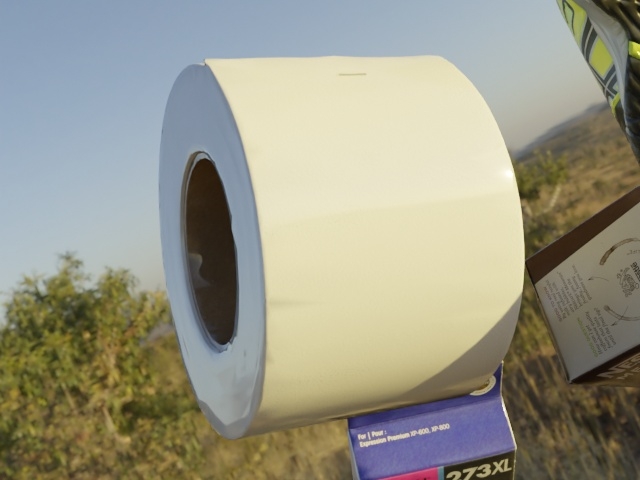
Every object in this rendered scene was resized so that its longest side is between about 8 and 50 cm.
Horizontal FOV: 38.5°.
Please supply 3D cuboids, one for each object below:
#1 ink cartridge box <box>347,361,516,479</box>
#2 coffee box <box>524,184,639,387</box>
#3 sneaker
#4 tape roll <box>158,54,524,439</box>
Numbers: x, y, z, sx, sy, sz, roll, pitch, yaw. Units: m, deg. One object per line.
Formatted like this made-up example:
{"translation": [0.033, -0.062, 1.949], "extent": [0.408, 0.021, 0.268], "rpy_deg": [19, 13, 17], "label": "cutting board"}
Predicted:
{"translation": [0.130, 0.293, 1.059], "extent": [0.176, 0.370, 0.069], "rpy_deg": [-11, 40, -4], "label": "ink cartridge box"}
{"translation": [0.277, 0.003, 0.593], "extent": [0.141, 0.098, 0.246], "rpy_deg": [11, -38, -39], "label": "coffee box"}
{"translation": [0.330, -0.196, 0.901], "extent": [0.145, 0.384, 0.147], "rpy_deg": [-23, 10, 8], "label": "sneaker"}
{"translation": [0.000, 0.000, 0.622], "extent": [0.169, 0.246, 0.246], "rpy_deg": [-5, -7, -22], "label": "tape roll"}
